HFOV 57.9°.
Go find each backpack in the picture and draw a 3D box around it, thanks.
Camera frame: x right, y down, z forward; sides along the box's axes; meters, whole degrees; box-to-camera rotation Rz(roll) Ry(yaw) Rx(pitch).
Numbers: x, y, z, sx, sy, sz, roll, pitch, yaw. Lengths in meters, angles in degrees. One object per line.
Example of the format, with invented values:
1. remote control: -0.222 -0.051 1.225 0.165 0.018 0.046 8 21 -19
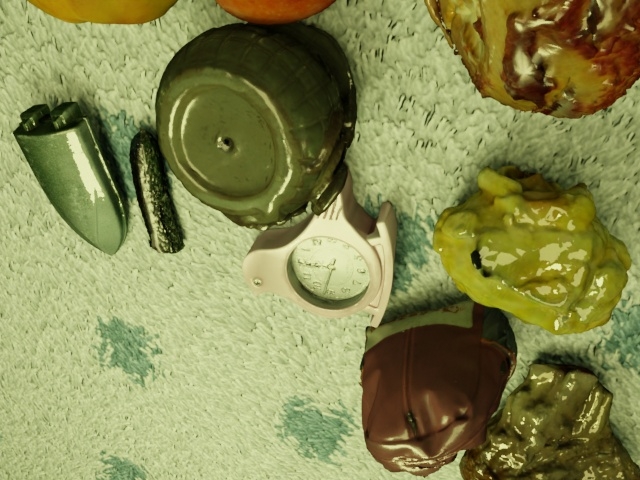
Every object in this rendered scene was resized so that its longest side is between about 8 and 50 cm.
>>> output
1. backpack: 0.194 0.252 0.977 0.283 0.317 0.197 -25 112 25

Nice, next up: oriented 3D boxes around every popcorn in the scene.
1. popcorn: 0.313 0.016 0.871 0.286 0.215 0.252 20 129 8

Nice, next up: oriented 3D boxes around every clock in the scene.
1. clock: 0.000 0.000 1.025 0.275 0.080 0.290 10 121 10

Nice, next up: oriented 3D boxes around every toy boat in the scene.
1. toy boat: -0.448 -0.101 1.089 0.141 0.092 0.320 0 126 15

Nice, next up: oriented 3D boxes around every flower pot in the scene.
1. flower pot: -0.083 -0.168 0.857 0.301 0.213 0.302 12 127 16

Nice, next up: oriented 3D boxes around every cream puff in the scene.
1. cream puff: 0.256 -0.299 0.639 0.228 0.350 0.350 -21 113 5

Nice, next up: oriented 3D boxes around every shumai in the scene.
1. shumai: 0.438 0.365 1.099 0.346 0.217 0.283 1 88 0

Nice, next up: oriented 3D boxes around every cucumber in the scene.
1. cucumber: -0.311 -0.090 1.073 0.067 0.067 0.245 1 117 15

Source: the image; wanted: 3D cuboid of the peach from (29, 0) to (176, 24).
1. peach: -0.291 -0.443 0.728 0.289 0.289 0.308 6 130 12

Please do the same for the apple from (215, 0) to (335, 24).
1. apple: -0.053 -0.389 0.729 0.201 0.218 0.218 -9 117 12
